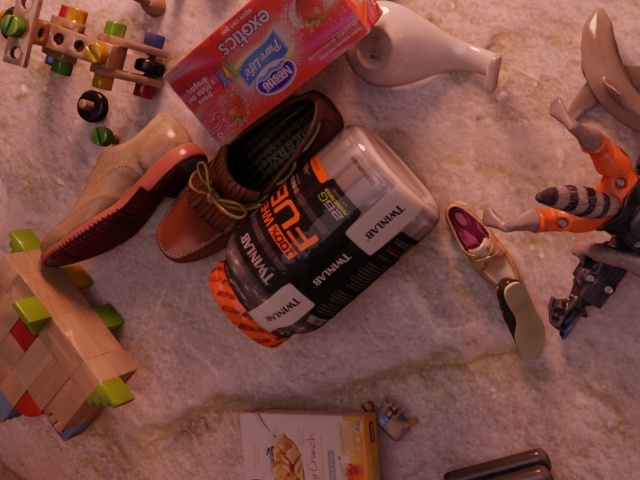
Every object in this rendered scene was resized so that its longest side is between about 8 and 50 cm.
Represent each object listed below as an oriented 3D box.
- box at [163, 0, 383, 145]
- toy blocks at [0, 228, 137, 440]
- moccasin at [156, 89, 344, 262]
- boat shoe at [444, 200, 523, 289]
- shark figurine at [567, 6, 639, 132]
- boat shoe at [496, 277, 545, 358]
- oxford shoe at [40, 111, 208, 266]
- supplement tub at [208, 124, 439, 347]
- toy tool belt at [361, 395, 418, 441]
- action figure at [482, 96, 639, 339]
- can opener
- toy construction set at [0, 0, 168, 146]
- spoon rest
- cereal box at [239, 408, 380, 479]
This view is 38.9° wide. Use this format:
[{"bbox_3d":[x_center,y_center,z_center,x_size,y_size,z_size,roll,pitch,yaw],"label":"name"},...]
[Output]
[{"bbox_3d":[-0.069,-0.298,1.375,0.300,0.154,0.142,-34,103,23],"label":"box"},{"bbox_3d":[-0.506,0.210,1.613,0.381,0.190,0.261,49,116,15],"label":"toy blocks"},{"bbox_3d":[-0.127,-0.099,1.478,0.380,0.147,0.139,-35,78,16],"label":"moccasin"},{"bbox_3d":[0.245,0.012,1.389,0.063,0.059,0.170,-41,78,13],"label":"boat shoe"},{"bbox_3d":[0.459,-0.199,1.290,0.278,0.116,0.166,38,103,18],"label":"shark figurine"},{"bbox_3d":[0.302,0.116,1.367,0.049,0.042,0.133,-24,108,-6],"label":"boat shoe"},{"bbox_3d":[-0.361,-0.084,1.585,0.348,0.123,0.130,-36,73,6],"label":"oxford shoe"},{"bbox_3d":[0.000,0.000,1.400,0.338,0.207,0.207,-43,76,14],"label":"supplement tub"},{"bbox_3d":[0.111,0.276,1.445,0.051,0.052,0.083,-42,74,-13],"label":"toy tool belt"},{"bbox_3d":[0.398,0.002,1.252,0.330,0.178,0.341,21,106,-12],"label":"action figure"},{"bbox_3d":[0.226,0.404,1.397,0.283,0.076,0.095,-20,115,18],"label":"can opener"},{"bbox_3d":[-0.390,-0.361,1.529,0.309,0.237,0.257,-47,75,13],"label":"toy construction set"},{"bbox_3d":[0.158,-0.291,1.416,0.276,0.084,0.137,20,118,26],"label":"spoon rest"},{"bbox_3d":[-0.018,0.362,1.460,0.240,0.047,0.173,-6,88,31],"label":"cereal box"}]
